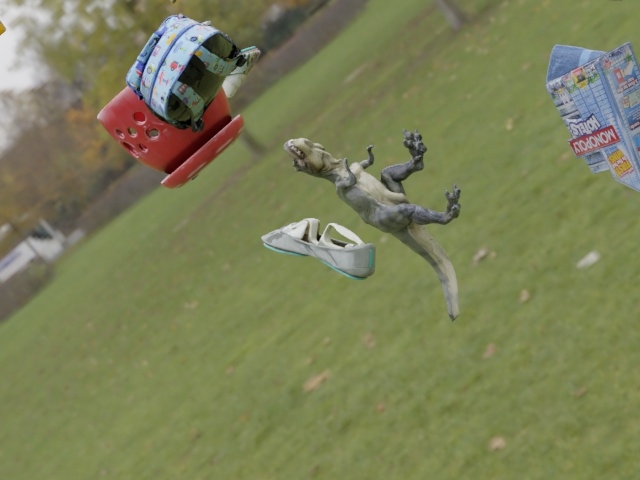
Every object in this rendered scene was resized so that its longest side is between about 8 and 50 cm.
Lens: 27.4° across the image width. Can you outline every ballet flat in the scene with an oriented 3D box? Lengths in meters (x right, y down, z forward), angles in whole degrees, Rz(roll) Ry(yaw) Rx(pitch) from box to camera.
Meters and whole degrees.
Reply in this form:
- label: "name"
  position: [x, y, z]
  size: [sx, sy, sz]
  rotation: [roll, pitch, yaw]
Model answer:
- label: "ballet flat"
  position: [-0.212, -0.302, 2.520]
  size: [0.222, 0.079, 0.077]
  rotation: [-19, -6, -4]
- label: "ballet flat"
  position: [0.000, 0.000, 2.008]
  size: [0.213, 0.068, 0.072]
  rotation: [20, 20, 37]

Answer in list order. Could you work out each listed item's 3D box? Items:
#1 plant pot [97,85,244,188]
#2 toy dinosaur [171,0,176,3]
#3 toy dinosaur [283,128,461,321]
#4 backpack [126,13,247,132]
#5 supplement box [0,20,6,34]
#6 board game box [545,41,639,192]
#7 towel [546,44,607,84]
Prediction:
- label: "plant pot"
  position: [-0.226, -0.192, 2.079]
  size: [0.191, 0.174, 0.191]
  rotation: [-41, 8, 7]
- label: "toy dinosaur"
  position: [-0.203, -0.371, 1.404]
  size: [0.127, 0.200, 0.295]
  rotation: [-64, 0, 40]
- label: "toy dinosaur"
  position: [0.088, -0.041, 1.410]
  size: [0.118, 0.268, 0.064]
  rotation: [-43, 5, 35]
- label: "backpack"
  position: [-0.199, -0.245, 1.866]
  size: [0.158, 0.117, 0.173]
  rotation: [-57, -9, 3]
- label: "supplement box"
  position: [-0.756, -0.316, 2.263]
  size: [0.194, 0.195, 0.356]
  rotation: [-15, 29, 49]
- label: "board game box"
  position: [0.391, -0.148, 1.774]
  size: [0.060, 0.194, 0.194]
  rotation: [-28, 2, -18]
- label: "towel"
  position: [0.405, -0.264, 2.035]
  size: [0.029, 0.067, 0.119]
  rotation: [-5, 18, -45]
